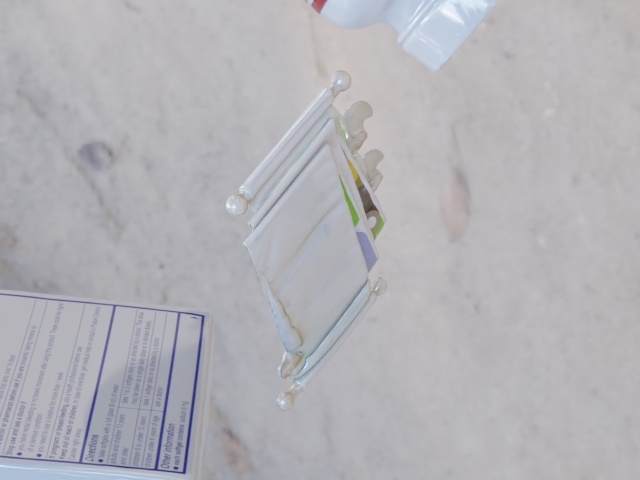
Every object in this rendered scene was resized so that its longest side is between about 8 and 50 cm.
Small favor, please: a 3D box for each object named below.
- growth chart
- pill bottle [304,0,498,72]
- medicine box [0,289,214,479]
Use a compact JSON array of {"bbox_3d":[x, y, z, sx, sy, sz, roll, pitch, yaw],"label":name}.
[{"bbox_3d":[0.000,0.000,1.209,0.021,0.172,0.237,20,141,33],"label":"growth chart"},{"bbox_3d":[0.015,-0.361,1.546,0.407,0.229,0.229,40,140,-2],"label":"pill bottle"},{"bbox_3d":[-0.246,0.175,1.365,0.263,0.289,0.149,-90,6,-61],"label":"medicine box"}]
